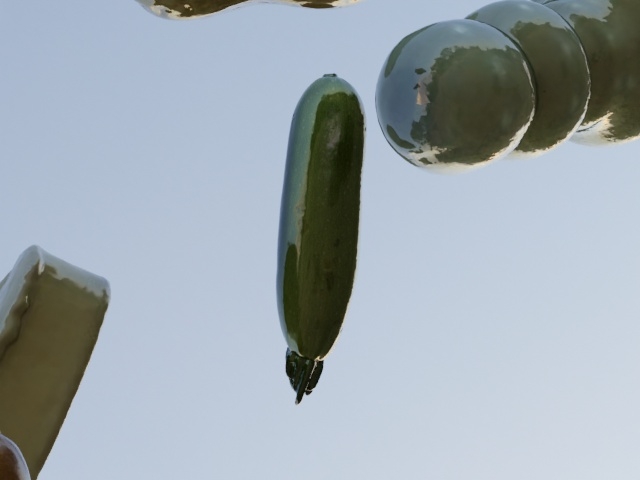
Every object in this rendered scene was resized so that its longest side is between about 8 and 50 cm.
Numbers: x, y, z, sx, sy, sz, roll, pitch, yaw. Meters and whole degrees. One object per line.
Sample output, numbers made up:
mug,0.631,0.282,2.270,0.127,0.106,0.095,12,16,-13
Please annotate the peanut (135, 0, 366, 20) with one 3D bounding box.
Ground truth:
peanut,-0.044,-0.261,1.467,0.274,0.125,0.111,-2,-60,-2

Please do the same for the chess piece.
chess piece,0.180,-0.143,1.374,0.330,0.182,0.182,-18,-58,-43

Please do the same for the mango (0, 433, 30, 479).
mango,-0.226,0.176,1.051,0.077,0.063,0.127,14,-121,-45

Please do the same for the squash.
squash,0.000,0.000,1.628,0.094,0.094,0.341,6,-89,-37

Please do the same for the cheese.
cheese,-0.327,0.170,1.578,0.104,0.384,0.384,30,-87,-17
